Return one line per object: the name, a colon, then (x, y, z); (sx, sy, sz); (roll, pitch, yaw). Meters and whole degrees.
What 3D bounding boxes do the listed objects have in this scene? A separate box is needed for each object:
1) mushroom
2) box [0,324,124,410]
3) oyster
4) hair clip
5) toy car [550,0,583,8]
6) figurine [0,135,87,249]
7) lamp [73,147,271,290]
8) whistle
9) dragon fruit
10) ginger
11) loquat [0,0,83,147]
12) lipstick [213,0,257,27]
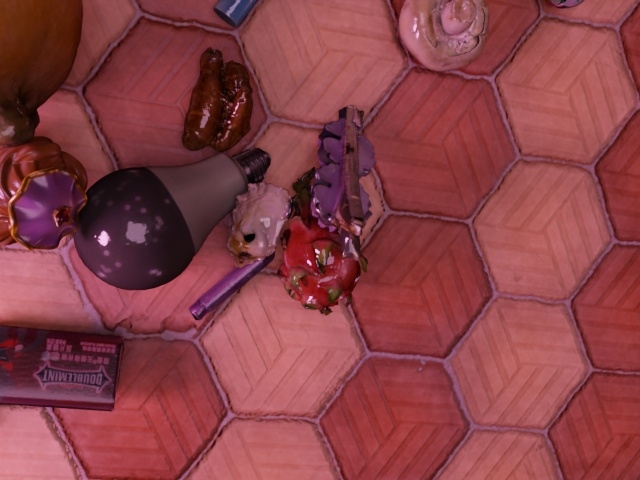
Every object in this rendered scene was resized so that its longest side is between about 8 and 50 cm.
mushroom: (0.202, -0.348, 1.136); (0.154, 0.122, 0.154); (-1, 94, -19)
box: (-0.419, 0.193, 1.080); (0.224, 0.069, 0.120); (9, 71, -15)
oyster: (-0.093, -0.025, 1.095); (0.122, 0.045, 0.146); (-20, 122, -2)
hair clip: (0.040, -0.100, 1.100); (0.106, 0.084, 0.292); (12, 52, -13)
toy car: (0.392, -0.453, 1.198); (0.069, 0.055, 0.142); (-35, 93, -15)
figurine: (-0.430, -0.069, 0.967); (0.264, 0.142, 0.189); (8, 73, 25)
lamp: (-0.224, -0.045, 1.084); (0.314, 0.182, 0.181); (-34, 106, -40)
whistle: (-0.141, 0.066, 1.158); (0.176, 0.033, 0.033); (-39, 104, -5)
dragon fruit: (0.004, 0.000, 1.139); (0.137, 0.135, 0.235); (9, 73, -23)
ginger: (-0.150, -0.210, 1.098); (0.103, 0.073, 0.162); (12, 94, -15)
loquat: (-0.452, -0.261, 0.884); (0.329, 0.328, 0.359); (-29, 77, -8)
lipstick: (-0.100, -0.405, 1.096); (0.048, 0.048, 0.158); (37, 88, -15)
